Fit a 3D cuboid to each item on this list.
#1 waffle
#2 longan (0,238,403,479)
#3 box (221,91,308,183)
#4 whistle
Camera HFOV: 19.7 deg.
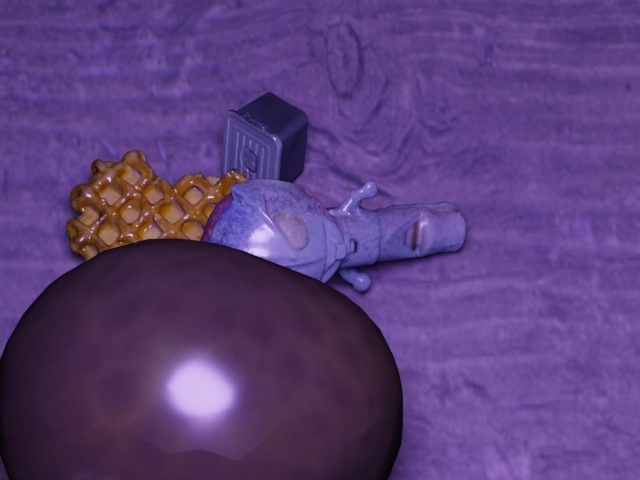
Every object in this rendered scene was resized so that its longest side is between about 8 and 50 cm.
[{"bbox_3d":[-0.161,-0.007,2.114,0.253,0.056,0.249,-13,61,-5],"label":"waffle"},{"bbox_3d":[-0.123,0.168,1.822,0.404,0.336,0.404,1,42,-1],"label":"longan"},{"bbox_3d":[-0.063,-0.110,2.155,0.084,0.122,0.069,32,50,22],"label":"box"},{"bbox_3d":[-0.001,-0.001,2.032,0.346,0.133,0.142,-7,87,-29],"label":"whistle"}]
